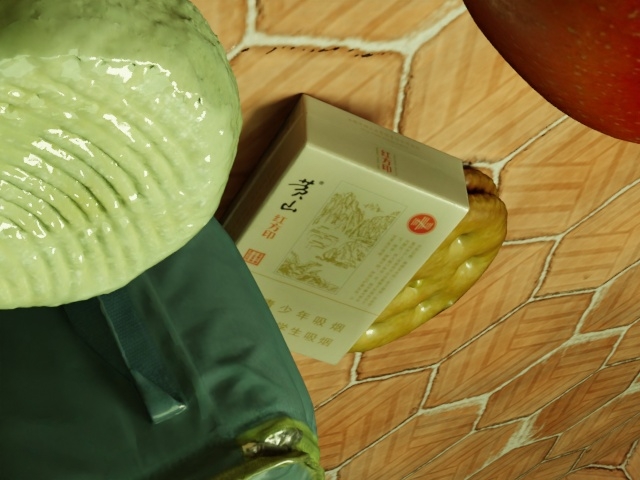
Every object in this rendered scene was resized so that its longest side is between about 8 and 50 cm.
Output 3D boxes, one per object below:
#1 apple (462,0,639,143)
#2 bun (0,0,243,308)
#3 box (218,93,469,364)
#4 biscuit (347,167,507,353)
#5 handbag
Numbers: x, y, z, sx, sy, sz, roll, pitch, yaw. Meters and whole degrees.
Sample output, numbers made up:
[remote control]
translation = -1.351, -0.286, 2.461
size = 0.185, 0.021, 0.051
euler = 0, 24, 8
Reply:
[apple]
translation = 0.189, -0.178, 0.602
size = 0.260, 0.216, 0.260
euler = -17, 143, -13
[bun]
translation = -0.136, -0.059, 0.519
size = 0.195, 0.118, 0.195
euler = -17, 148, -11
[box]
translation = 0.000, 0.000, 0.851
size = 0.141, 0.058, 0.201
euler = 19, 132, -20
[biscuit]
translation = 0.075, 0.021, 1.025
size = 0.220, 0.066, 0.220
euler = -25, 154, -13
[handbag]
translation = -0.150, 0.101, 0.721
size = 0.263, 0.241, 0.222
euler = -25, 158, -5
